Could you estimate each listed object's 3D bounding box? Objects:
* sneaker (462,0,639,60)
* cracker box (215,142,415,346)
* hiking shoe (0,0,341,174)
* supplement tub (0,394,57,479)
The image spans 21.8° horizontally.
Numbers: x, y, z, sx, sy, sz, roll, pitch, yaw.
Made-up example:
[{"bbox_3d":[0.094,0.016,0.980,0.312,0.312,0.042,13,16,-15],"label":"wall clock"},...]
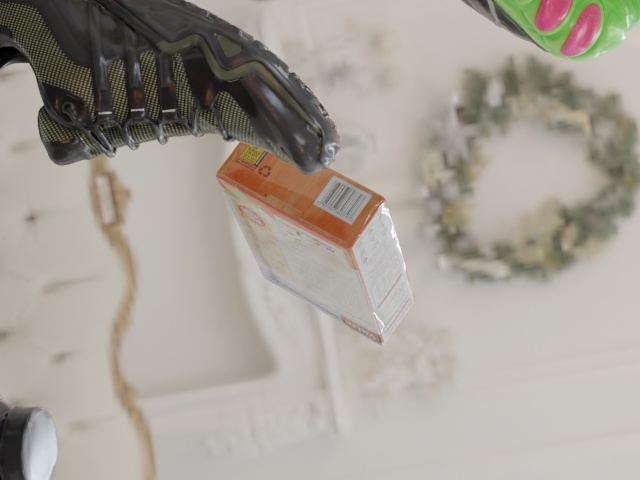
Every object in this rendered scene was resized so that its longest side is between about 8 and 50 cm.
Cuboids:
[{"bbox_3d":[0.068,-0.332,1.284,0.483,0.185,0.202,55,-16,-20],"label":"sneaker"},{"bbox_3d":[0.000,0.000,1.615,0.067,0.155,0.232,-54,157,-17],"label":"cracker box"},{"bbox_3d":[-0.099,-0.081,0.922,0.114,0.227,0.086,-60,169,0],"label":"hiking shoe"},{"bbox_3d":[-0.307,0.163,1.286,0.106,0.198,0.106,-1,90,-78],"label":"supplement tub"}]
